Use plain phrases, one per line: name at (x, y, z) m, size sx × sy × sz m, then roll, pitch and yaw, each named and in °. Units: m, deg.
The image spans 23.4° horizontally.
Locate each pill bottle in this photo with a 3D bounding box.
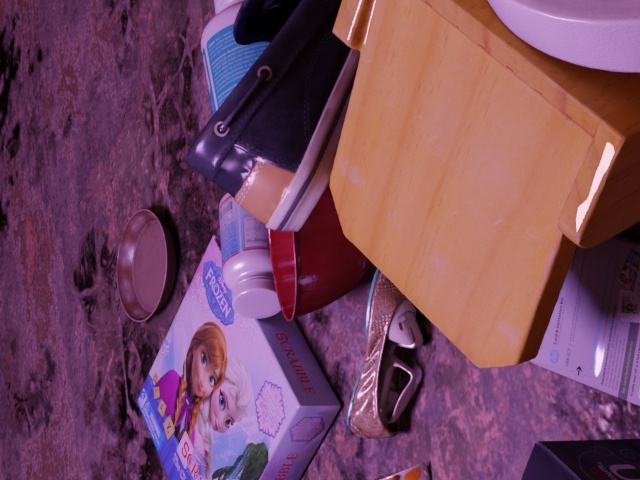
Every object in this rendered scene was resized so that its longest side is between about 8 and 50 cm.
pill bottle at (-0.082, 0.015, 1.951) m, size 0.087 × 0.087 × 0.160 m, roll -49°, pitch 36°, yaw 44°
pill bottle at (-0.067, -0.198, 1.922) m, size 0.146 × 0.146 × 0.264 m, roll -39°, pitch 55°, yaw 49°

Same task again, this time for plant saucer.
plant saucer at (-0.256, 0.038, 2.303) m, size 0.168 × 0.029 × 0.168 m, roll -6°, pitch 82°, yaw 57°

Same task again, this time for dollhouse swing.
dollhouse swing at (0.208, -0.112, 1.428) m, size 0.347 × 0.315 × 0.305 m, roll 45°, pitch 152°, yaw 36°

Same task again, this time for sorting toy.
sorting toy at (0.092, 0.297, 1.730) m, size 0.083 × 0.045 × 0.075 m, roll -31°, pitch 81°, yaw 52°

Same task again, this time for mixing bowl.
mixing bowl at (0.000, 0.000, 1.817) m, size 0.181 × 0.098 × 0.181 m, roll 175°, pitch 90°, yaw -79°

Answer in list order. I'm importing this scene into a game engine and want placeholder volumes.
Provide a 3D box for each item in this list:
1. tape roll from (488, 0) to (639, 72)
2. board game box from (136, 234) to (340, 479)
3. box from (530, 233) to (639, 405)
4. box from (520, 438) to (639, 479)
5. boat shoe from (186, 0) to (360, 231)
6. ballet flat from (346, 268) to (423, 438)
tape roll at (0.291, -0.312, 1.247) m, size 0.392 × 0.072 × 0.392 m, roll -15°, pitch 55°, yaw 22°
board game box at (-0.119, 0.214, 2.035) m, size 0.318 × 0.066 × 0.318 m, roll -63°, pitch 39°, yaw 31°
box at (0.279, 0.069, 1.453) m, size 0.186 × 0.038 × 0.145 m, roll 18°, pitch 102°, yaw 56°
box at (0.245, 0.332, 1.381) m, size 0.165 × 0.143 × 0.270 m, roll 42°, pitch 121°, yaw 50°
boat shoe at (-0.005, -0.244, 1.671) m, size 0.187 × 0.156 × 0.500 m, roll 124°, pitch 169°, yaw -63°
ballet flat at (0.082, 0.128, 1.746) m, size 0.067 × 0.073 × 0.206 m, roll 15°, pitch 104°, yaw 29°
